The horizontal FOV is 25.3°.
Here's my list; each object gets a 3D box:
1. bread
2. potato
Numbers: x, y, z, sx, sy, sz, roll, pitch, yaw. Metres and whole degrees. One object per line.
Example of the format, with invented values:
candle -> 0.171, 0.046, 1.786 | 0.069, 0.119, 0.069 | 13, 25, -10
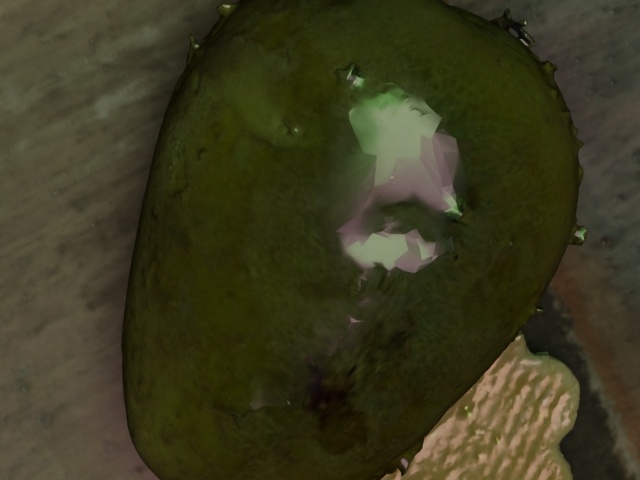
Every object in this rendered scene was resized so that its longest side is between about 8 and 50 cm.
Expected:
bread -> 0.084, 0.173, 1.033 | 0.182, 0.039, 0.251 | 42, 90, -16
potato -> 0.015, 0.012, 0.903 | 0.269, 0.219, 0.359 | 17, 103, -5
